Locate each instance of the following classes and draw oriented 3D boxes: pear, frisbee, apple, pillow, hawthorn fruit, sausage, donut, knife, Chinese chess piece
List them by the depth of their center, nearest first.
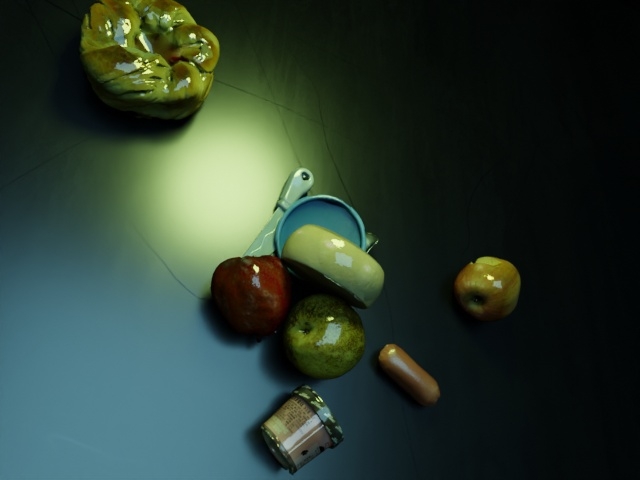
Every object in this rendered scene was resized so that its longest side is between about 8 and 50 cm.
[{"bbox_3d":[-0.152,0.133,1.148,0.185,0.185,0.202,-11,91,-28],"label":"hawthorn fruit"},{"bbox_3d":[-0.001,0.221,1.152,0.197,0.197,0.197,10,64,-21],"label":"pear"},{"bbox_3d":[0.029,0.063,1.167,0.251,0.251,0.097,34,77,-8],"label":"Chinese chess piece"},{"bbox_3d":[0.226,0.344,1.277,0.194,0.077,0.077,43,57,-2],"label":"sausage"},{"bbox_3d":[-0.438,-0.471,1.280,0.360,0.170,0.360,10,62,-20],"label":"donut"},{"bbox_3d":[0.000,0.000,1.318,0.242,0.045,0.242,1,85,-8],"label":"frisbee"},{"bbox_3d":[-0.105,-0.056,1.329,0.080,0.044,0.331,36,63,-18],"label":"knife"},{"bbox_3d":[0.094,0.024,1.367,0.091,0.055,0.136,37,60,-13],"label":"pillow"},{"bbox_3d":[0.486,0.133,1.438,0.199,0.199,0.199,10,64,-21],"label":"apple"}]

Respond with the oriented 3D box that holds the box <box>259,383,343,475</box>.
[{"bbox_3d":[-0.046,0.412,1.080,0.135,0.151,0.151,-35,85,-24],"label":"box"}]
